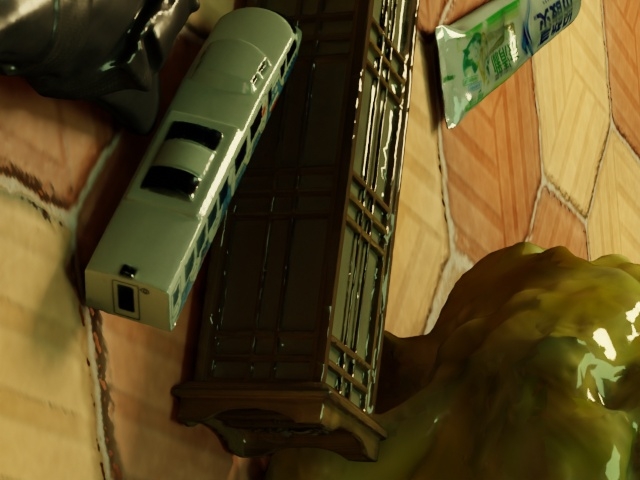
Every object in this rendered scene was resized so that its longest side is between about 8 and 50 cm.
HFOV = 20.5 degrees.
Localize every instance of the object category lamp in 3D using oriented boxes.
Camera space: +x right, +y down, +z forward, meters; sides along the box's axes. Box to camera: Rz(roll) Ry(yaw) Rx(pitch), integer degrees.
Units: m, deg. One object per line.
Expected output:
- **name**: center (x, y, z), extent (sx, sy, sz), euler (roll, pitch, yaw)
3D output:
- **lamp**: center (-0.002, -0.049, 0.953), extent (0.090, 0.089, 0.325), euler (45, 49, -59)

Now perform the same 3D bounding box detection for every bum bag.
- **bum bag**: center (-0.104, -0.118, 0.753), extent (0.248, 0.060, 0.123), euler (11, 78, -67)

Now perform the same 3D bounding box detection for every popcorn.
- **popcorn**: center (0.145, 0.154, 1.037), extent (0.274, 0.279, 0.335), euler (62, 23, -15)

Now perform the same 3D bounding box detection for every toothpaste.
- **toothpaste**: center (0.147, -0.161, 1.368), extent (0.297, 0.048, 0.074), euler (-39, 124, -58)

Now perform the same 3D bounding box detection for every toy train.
- **toy train**: center (-0.056, -0.047, 0.859), extent (0.047, 0.043, 0.207), euler (95, 13, -49)
